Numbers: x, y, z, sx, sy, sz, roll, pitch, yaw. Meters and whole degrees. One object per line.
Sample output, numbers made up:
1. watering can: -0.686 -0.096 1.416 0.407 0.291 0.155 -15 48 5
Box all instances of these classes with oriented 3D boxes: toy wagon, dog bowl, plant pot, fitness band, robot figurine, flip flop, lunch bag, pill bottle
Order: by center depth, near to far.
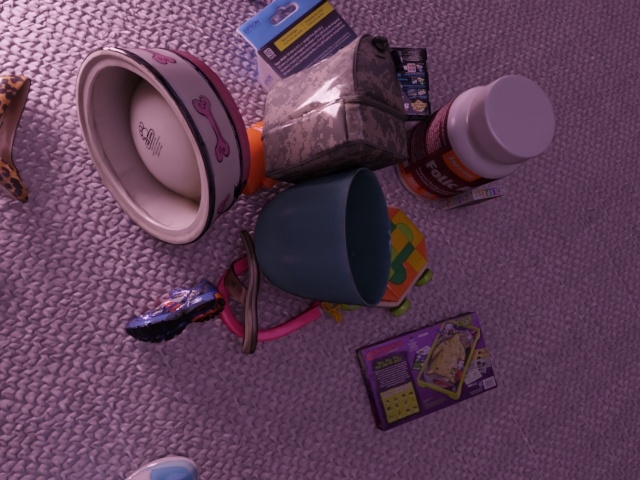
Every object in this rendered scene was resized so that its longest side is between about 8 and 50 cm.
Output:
1. dog bowl: -0.312 -0.202 1.170 0.150 0.408 0.408 -36 95 -39
2. lunch bag: 0.028 -0.273 1.227 0.212 0.305 0.256 2 79 -48
3. plant pot: 0.000 0.000 1.245 0.293 0.235 0.293 -4 90 -66
4. flip flop: -0.176 0.112 1.268 0.080 0.112 0.277 1 84 -5
5. robot figurine: -0.157 -0.196 1.353 0.219 0.158 0.128 -43 120 -20
6. fitness band: -0.107 0.120 1.362 0.291 0.054 0.209 -25 91 -23
7. pill bottle: 0.366 -0.240 1.410 0.224 0.392 0.224 3 81 -19
8. toy wagon: 0.135 0.065 1.429 0.267 0.068 0.344 48 57 -7

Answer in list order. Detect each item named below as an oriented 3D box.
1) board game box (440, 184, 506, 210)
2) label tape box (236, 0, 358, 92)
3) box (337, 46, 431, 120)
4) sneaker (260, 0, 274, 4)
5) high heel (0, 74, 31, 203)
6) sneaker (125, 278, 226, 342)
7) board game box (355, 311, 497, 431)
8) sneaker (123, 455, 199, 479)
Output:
1. board game box: 0.406 -0.113 1.533 0.103 0.154 0.026 -10 86 -21
2. label tape box: -0.017 -0.445 1.453 0.347 0.115 0.249 47 70 -6
3. box: 0.154 -0.380 1.394 0.220 0.051 0.175 -2 82 -8
4. sneaker: -0.161 -0.627 1.460 0.134 0.051 0.070 37 73 -8
5. high heel: -0.635 -0.220 1.194 0.186 0.093 0.261 -38 87 -15
6. sneaker: -0.323 0.156 1.270 0.221 0.083 0.087 -21 49 -12
7. board game box: 0.276 0.329 1.469 0.347 0.056 0.208 -14 91 -19
8. sneaker: -0.375 0.542 1.113 0.319 0.208 0.127 -24 89 -22
